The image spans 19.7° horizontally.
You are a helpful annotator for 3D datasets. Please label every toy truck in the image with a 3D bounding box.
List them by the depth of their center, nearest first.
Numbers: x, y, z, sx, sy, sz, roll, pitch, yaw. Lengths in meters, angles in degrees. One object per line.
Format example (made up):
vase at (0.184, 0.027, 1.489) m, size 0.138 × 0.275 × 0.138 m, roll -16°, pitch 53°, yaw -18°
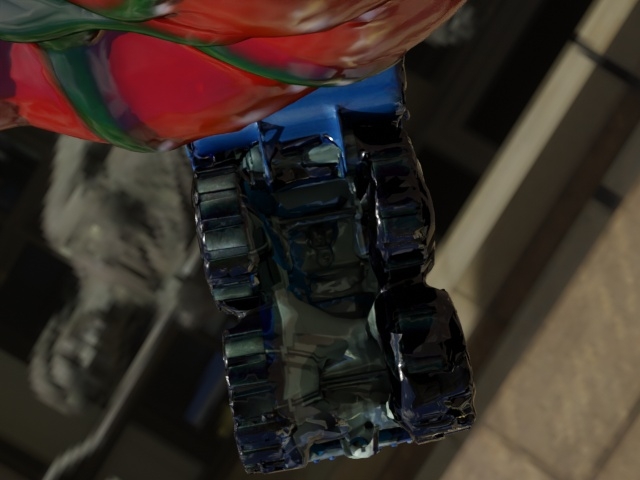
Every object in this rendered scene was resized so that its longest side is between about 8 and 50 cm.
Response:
toy truck at (0.000, 0.000, 0.876) m, size 0.113 × 0.208 × 0.126 m, roll -11°, pitch 178°, yaw 0°

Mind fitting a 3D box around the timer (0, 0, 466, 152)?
timer at (-0.108, -0.183, 0.620) m, size 0.378 × 0.279 × 0.378 m, roll -2°, pitch 168°, yaw 0°
